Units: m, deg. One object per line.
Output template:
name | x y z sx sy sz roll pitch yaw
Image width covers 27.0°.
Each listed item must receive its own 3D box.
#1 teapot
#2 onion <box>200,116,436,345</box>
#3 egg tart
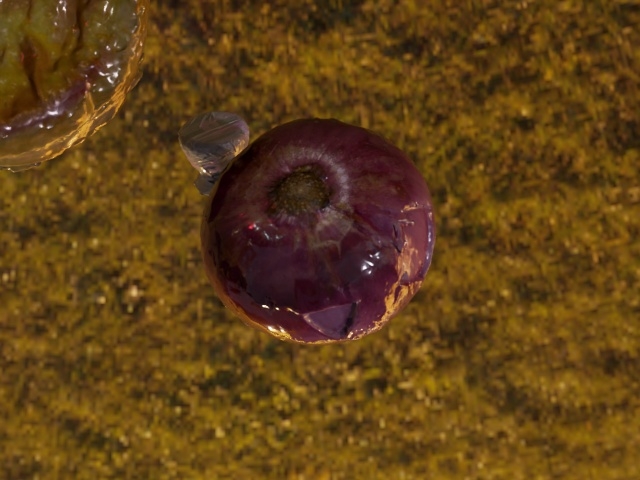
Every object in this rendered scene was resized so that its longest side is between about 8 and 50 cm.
teapot | -0.090 -0.073 1.207 0.064 0.083 0.064 -21 130 -18
onion | -0.003 -0.005 0.995 0.177 0.177 0.153 5 144 -12
egg tart | -0.288 -0.200 1.112 0.294 0.295 0.116 11 179 -19
